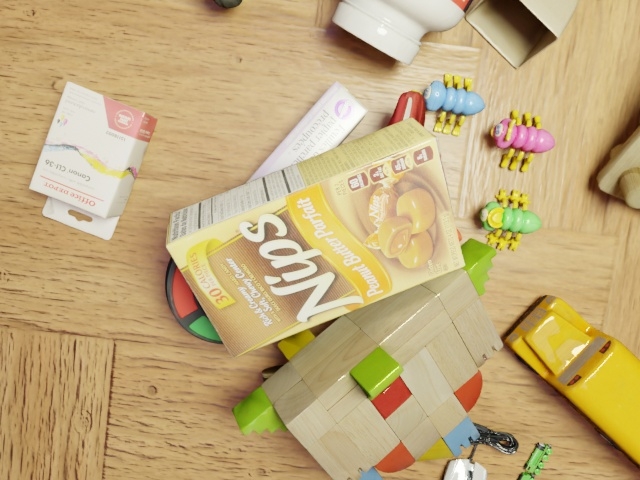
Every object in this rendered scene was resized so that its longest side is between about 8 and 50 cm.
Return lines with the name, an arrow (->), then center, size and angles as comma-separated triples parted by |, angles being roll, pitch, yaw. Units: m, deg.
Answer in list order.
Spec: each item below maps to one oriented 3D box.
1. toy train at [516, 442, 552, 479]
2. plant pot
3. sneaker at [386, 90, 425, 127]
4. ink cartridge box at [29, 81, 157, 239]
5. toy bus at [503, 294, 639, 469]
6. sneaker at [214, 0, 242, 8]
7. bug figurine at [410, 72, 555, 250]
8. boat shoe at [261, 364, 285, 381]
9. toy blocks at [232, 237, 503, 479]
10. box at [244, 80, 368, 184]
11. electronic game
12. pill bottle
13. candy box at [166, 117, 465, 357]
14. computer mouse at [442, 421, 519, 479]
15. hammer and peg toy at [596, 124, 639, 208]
toy train -> 0.335, 0.354, 0.836 | 0.023, 0.017, 0.083 | 27, 94, 8
plant pot -> 0.288, -0.326, 0.734 | 0.109, 0.109, 0.096 | 42, 82, -4
sneaker -> 0.055, -0.105, 0.730 | 0.128, 0.087, 0.221 | 22, 105, 19
ink cartridge box -> -0.327, -0.107, 0.759 | 0.115, 0.067, 0.198 | 21, 95, -3
toy bus -> 0.429, 0.229, 0.769 | 0.332, 0.130, 0.108 | 43, 93, -4
sneaker -> -0.214, -0.426, 0.724 | 0.162, 0.106, 0.281 | -19, 85, 6
bug figurine -> 0.221, -0.099, 0.765 | 0.216, 0.072, 0.279 | 8, 95, -2
boat shoe -> -0.012, 0.213, 0.799 | 0.152, 0.056, 0.049 | 1, 90, -1
toy blocks -> 0.114, 0.207, 0.733 | 0.381, 0.190, 0.261 | -39, 118, -9
box -> -0.063, -0.082, 0.767 | 0.063, 0.067, 0.324 | 42, 94, -5
electronic game -> -0.098, 0.048, 0.738 | 0.229, 0.048, 0.229 | -14, 124, -22
pill bottle -> 0.144, -0.396, 0.661 | 0.181, 0.181, 0.323 | 28, 112, -3
candy box -> 0.000, 0.000, 0.647 | 0.316, 0.087, 0.183 | -22, 121, 0
computer mouse -> 0.226, 0.378, 0.824 | 0.106, 0.042, 0.193 | 18, 95, -3
hammer and peg toy -> 0.570, -0.152, 0.653 | 0.265, 0.127, 0.361 | 22, 132, -3
